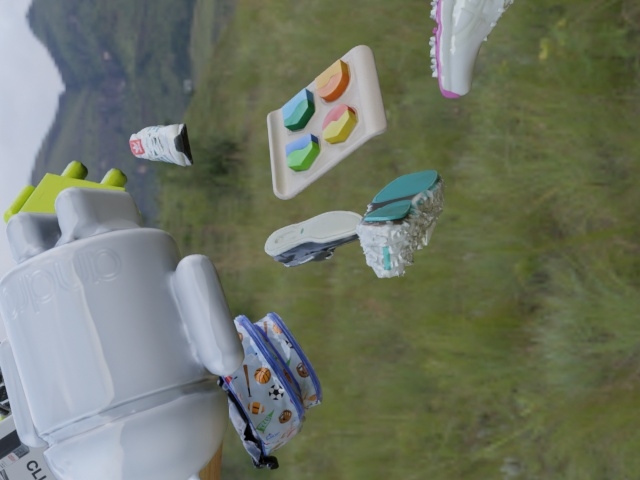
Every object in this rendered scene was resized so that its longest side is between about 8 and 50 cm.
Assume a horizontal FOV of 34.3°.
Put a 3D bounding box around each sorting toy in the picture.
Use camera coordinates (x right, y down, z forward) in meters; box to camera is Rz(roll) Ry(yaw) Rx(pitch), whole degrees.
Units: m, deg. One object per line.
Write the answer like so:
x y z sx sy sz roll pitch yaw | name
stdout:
0.001 -0.183 1.569 0.038 0.208 0.193 34 -144 -39 | sorting toy

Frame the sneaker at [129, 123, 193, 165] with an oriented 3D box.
-0.214 -0.124 1.379 0.161 0.075 0.057 -142 41 -76 | sneaker

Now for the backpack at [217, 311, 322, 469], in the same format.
-0.117 0.257 1.897 0.276 0.213 0.263 49 173 12 | backpack

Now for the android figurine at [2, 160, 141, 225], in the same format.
-0.469 -0.041 1.937 0.056 0.248 0.273 92 -168 -45 | android figurine

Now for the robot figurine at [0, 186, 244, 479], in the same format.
-0.219 0.123 1.100 0.199 0.300 0.354 -2 -110 -61 | robot figurine

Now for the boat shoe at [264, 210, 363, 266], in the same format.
0.000 0.000 2.099 0.079 0.233 0.084 49 -140 -32 | boat shoe

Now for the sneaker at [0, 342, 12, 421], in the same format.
-0.529 0.240 1.756 0.279 0.107 0.118 78 173 -52 | sneaker

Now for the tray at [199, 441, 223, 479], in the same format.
-0.257 0.413 1.631 0.076 0.202 0.411 -11 -68 -48 | tray

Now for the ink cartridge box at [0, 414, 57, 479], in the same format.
-0.430 0.367 1.410 0.197 0.272 0.114 50 148 14 | ink cartridge box

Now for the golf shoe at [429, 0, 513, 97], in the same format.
0.208 -0.319 1.287 0.115 0.140 0.306 -72 -13 -60 | golf shoe

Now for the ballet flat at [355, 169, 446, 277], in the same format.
0.155 -0.028 1.982 0.409 0.147 0.147 -43 -43 -65 | ballet flat
